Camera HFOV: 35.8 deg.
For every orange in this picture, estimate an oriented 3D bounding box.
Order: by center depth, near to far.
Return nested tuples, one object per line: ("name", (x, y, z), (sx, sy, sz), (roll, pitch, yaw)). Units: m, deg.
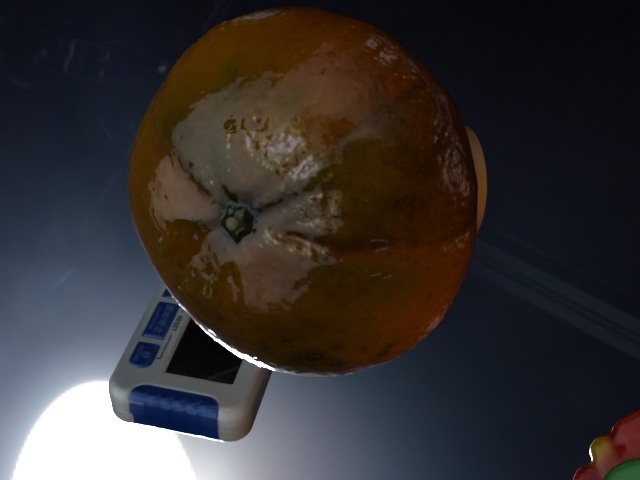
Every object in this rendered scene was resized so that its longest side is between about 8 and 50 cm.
("orange", (-0.013, -0.026, 0.632), (0.240, 0.171, 0.240), (6, -71, 19))

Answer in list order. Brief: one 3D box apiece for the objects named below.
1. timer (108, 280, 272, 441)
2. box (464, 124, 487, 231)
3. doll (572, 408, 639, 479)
("timer", (-0.141, 0.135, 1.234), (0.178, 0.253, 0.078), (10, -50, 10))
("box", (0.100, -0.045, 0.817), (0.105, 0.037, 0.106), (178, -90, -74))
("doll", (0.253, 0.213, 0.637), (0.182, 0.363, 0.160), (-28, -134, 7))
